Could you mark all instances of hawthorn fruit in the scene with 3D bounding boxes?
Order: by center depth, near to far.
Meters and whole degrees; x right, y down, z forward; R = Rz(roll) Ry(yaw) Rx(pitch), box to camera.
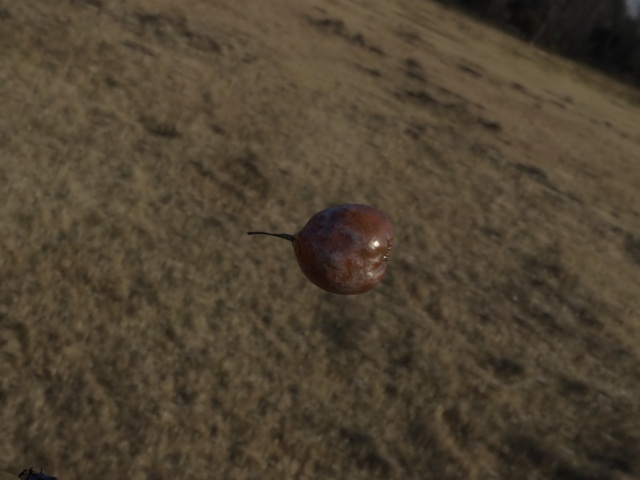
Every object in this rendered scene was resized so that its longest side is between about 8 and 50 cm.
[{"bbox_3d":[0.000,0.000,0.781,0.103,0.067,0.067,16,16,-1],"label":"hawthorn fruit"}]

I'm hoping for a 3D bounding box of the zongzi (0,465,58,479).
[{"bbox_3d":[-0.144,0.201,0.608,0.317,0.154,0.289,3,-4,14],"label":"zongzi"}]
